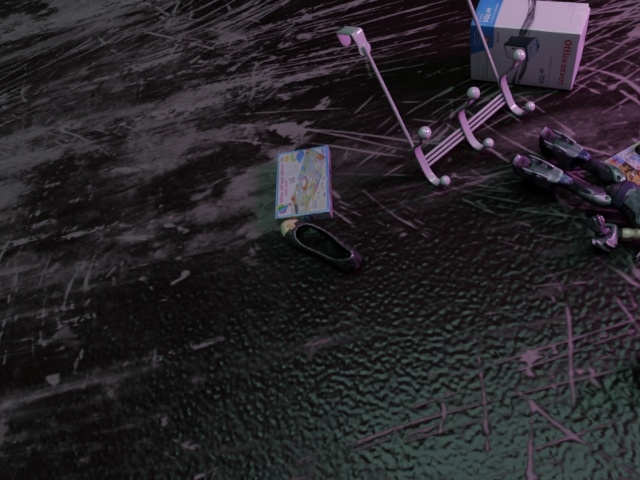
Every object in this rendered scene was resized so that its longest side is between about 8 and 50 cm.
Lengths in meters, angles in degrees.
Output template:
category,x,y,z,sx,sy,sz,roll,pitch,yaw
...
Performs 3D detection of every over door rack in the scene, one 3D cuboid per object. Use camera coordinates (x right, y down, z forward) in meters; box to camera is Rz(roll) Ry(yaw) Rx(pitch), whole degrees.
category,x,y,z,sx,sy,sz,roll,pitch,yaw
over door rack,0.213,-0.284,1.020,0.239,0.324,0.108,-40,21,-10

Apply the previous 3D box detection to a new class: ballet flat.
category,x,y,z,sx,sy,sz,roll,pitch,yaw
ballet flat,0.000,0.000,1.055,0.173,0.049,0.057,26,69,27

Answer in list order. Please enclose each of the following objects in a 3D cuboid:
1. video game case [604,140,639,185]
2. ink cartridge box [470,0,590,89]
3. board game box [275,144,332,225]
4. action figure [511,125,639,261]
category,x,y,z,sx,sy,sz,roll,pitch,yaw
video game case,0.560,-0.119,0.994,0.166,0.015,0.119,-29,57,-3
ink cartridge box,0.381,-0.364,1.113,0.191,0.139,0.082,14,64,23
board game box,-0.031,-0.106,1.141,0.104,0.026,0.154,-7,59,11
action figure,0.454,-0.080,0.945,0.285,0.099,0.185,34,85,34
